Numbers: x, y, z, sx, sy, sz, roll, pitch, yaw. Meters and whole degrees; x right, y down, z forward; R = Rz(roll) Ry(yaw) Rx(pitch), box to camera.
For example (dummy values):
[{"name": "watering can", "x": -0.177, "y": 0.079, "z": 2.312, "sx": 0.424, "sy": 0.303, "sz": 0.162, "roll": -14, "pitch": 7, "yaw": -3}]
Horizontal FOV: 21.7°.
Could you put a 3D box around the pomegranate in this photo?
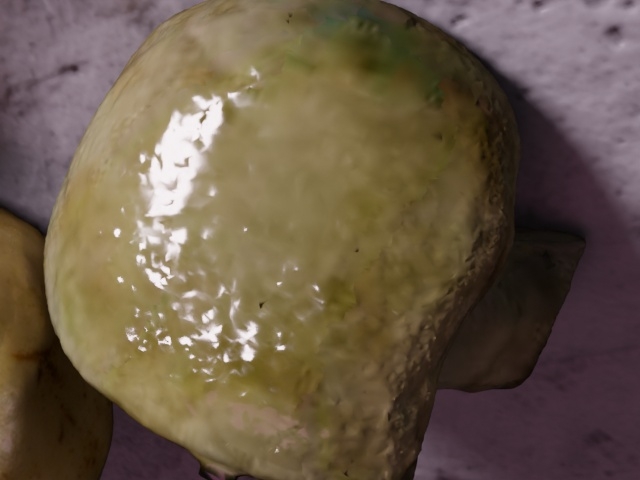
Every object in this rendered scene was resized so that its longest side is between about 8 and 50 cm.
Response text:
[{"name": "pomegranate", "x": -0.306, "y": 0.113, "z": 1.120, "sx": 0.332, "sy": 0.332, "sz": 0.333, "roll": 16, "pitch": 138, "yaw": 15}]

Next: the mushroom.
[{"name": "mushroom", "x": -0.008, "y": 0.002, "z": 0.898, "sx": 0.292, "sy": 0.217, "sz": 0.212, "roll": 30, "pitch": 136, "yaw": 1}]
